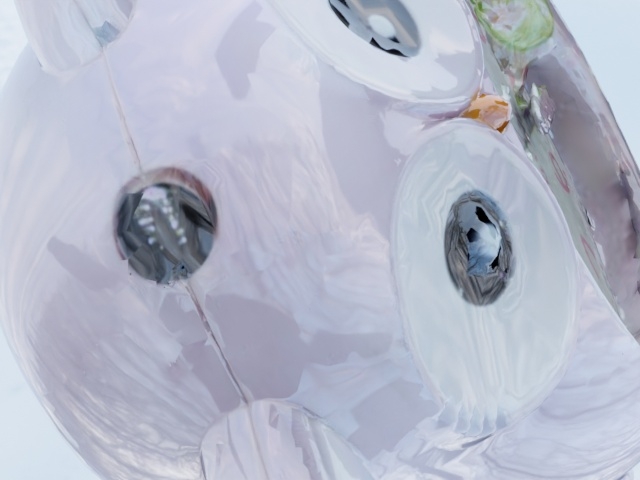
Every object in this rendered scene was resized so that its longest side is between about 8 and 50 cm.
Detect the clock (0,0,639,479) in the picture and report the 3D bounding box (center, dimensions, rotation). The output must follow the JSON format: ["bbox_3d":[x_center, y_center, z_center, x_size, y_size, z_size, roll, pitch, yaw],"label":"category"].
[{"bbox_3d":[0.000,0.000,0.581,0.250,0.368,0.377,-26,172,21],"label":"clock"}]
